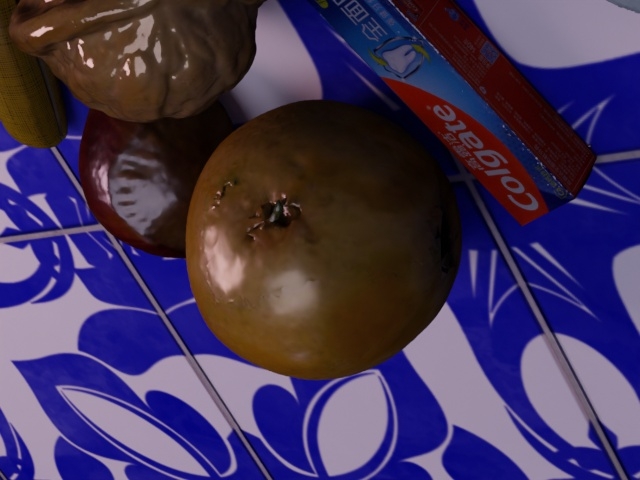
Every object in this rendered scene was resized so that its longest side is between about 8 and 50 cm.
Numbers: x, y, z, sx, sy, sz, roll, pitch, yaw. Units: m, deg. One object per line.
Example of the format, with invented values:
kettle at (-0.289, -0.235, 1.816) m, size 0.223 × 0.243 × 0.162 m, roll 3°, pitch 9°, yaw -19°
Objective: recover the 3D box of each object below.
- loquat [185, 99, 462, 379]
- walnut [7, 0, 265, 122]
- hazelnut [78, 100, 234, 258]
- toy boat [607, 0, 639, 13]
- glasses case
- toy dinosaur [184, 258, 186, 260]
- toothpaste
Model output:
loquat at (0.000, 0.000, 1.606) m, size 0.263 × 0.263 × 0.263 m, roll 19°, pitch 138°, yaw 18°
walnut at (-0.155, -0.214, 1.506) m, size 0.257 × 0.257 × 0.225 m, roll -5°, pitch 102°, yaw 38°
hazelnut at (-0.157, -0.082, 1.738) m, size 0.170 × 0.160 × 0.202 m, roll 2°, pitch 92°, yaw 12°
toy boat at (0.226, -0.262, 1.354) m, size 0.207 × 0.079 × 0.134 m, roll 26°, pitch 148°, yaw -6°
glasses case at (-0.322, -0.194, 1.796) m, size 0.079 × 0.064 × 0.234 m, roll 17°, pitch 138°, yaw 31°
toy dinosaur at (-0.161, -0.035, 1.850) m, size 0.055 × 0.049 × 0.154 m, roll -12°, pitch 112°, yaw 30°
toothpaste at (0.110, -0.153, 1.535) m, size 0.320 × 0.066 × 0.076 m, roll 46°, pitch 139°, yaw -11°
